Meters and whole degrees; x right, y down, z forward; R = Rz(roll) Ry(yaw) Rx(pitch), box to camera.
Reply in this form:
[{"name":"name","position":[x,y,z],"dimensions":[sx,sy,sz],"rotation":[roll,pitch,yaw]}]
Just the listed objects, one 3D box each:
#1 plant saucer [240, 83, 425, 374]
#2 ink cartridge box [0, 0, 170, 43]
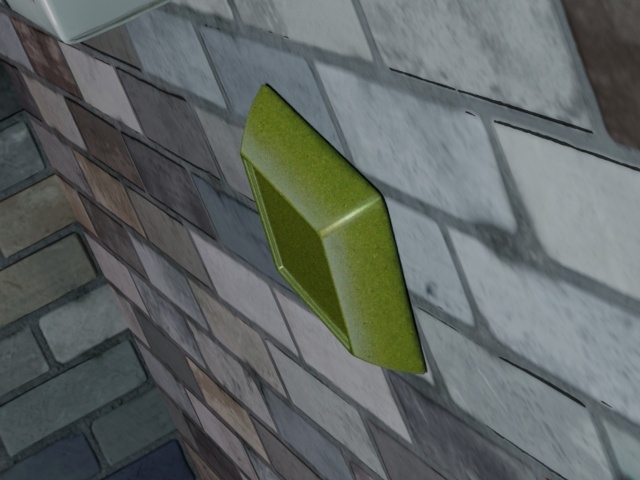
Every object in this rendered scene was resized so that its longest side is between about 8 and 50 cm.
[{"name":"plant saucer","position":[0.000,0.000,1.309],"dimensions":[0.188,0.045,0.188],"rotation":[47,160,46]},{"name":"ink cartridge box","position":[-0.217,-0.325,1.205],"dimensions":[0.395,0.166,0.285],"rotation":[33,149,61]}]
